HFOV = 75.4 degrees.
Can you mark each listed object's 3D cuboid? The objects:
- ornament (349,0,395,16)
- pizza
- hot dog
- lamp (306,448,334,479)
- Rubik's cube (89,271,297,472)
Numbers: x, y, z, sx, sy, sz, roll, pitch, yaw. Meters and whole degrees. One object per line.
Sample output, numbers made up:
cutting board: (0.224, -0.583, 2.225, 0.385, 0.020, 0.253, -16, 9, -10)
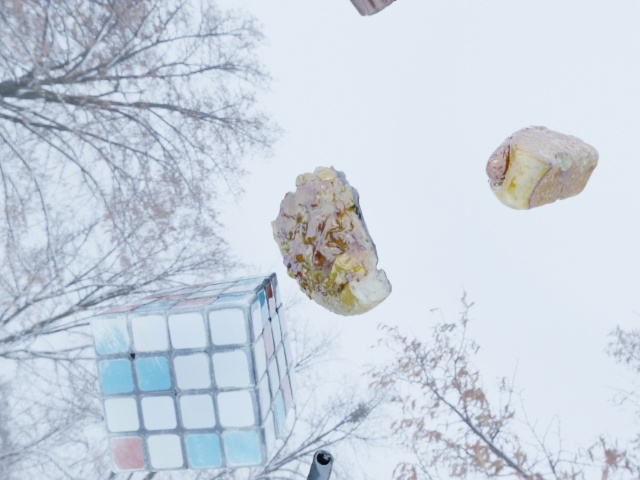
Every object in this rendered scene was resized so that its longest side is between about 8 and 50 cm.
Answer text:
ornament: (0.115, -0.709, 1.037, 0.235, 0.221, 0.217, -26, -53, 30)
pizza: (0.000, 0.000, 0.808, 0.409, 0.113, 0.278, 41, -48, 49)
hot dog: (0.454, -0.158, 0.884, 0.153, 0.256, 0.150, 48, -40, 40)
lamp: (0.040, 0.552, 0.605, 0.272, 0.374, 0.205, 18, -65, 14)
Rubik's cube: (-0.197, 0.210, 0.724, 0.256, 0.253, 0.259, -8, -85, 7)
